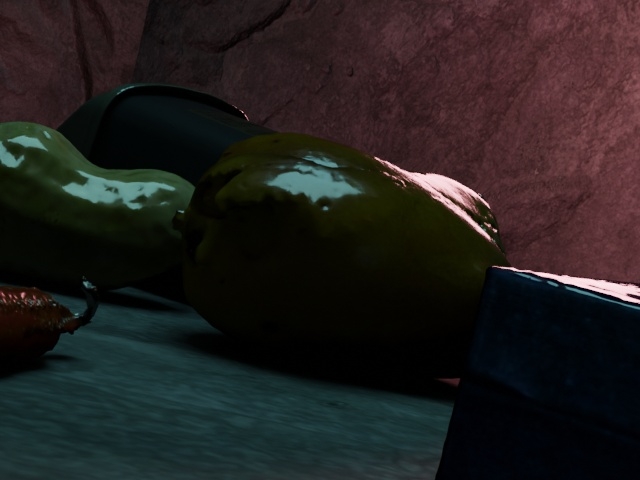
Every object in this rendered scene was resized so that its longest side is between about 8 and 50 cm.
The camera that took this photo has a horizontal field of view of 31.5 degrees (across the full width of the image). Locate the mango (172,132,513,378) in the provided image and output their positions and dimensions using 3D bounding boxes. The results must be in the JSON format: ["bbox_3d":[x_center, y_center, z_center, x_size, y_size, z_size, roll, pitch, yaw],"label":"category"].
[{"bbox_3d":[0.031,0.014,0.804,0.287,0.152,0.201,12,-1,-34],"label":"mango"}]

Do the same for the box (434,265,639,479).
[{"bbox_3d":[0.237,0.098,0.519,0.279,0.116,0.261,17,3,30],"label":"box"}]

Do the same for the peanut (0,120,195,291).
[{"bbox_3d":[-0.199,-0.025,0.867,0.237,0.120,0.110,7,-35,-9],"label":"peanut"}]

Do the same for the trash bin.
[{"bbox_3d":[-0.095,-0.035,1.032,0.290,0.182,0.209,22,9,36],"label":"trash bin"}]

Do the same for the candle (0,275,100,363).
[{"bbox_3d":[-0.156,0.035,0.539,0.053,0.048,0.162,27,7,17],"label":"candle"}]
